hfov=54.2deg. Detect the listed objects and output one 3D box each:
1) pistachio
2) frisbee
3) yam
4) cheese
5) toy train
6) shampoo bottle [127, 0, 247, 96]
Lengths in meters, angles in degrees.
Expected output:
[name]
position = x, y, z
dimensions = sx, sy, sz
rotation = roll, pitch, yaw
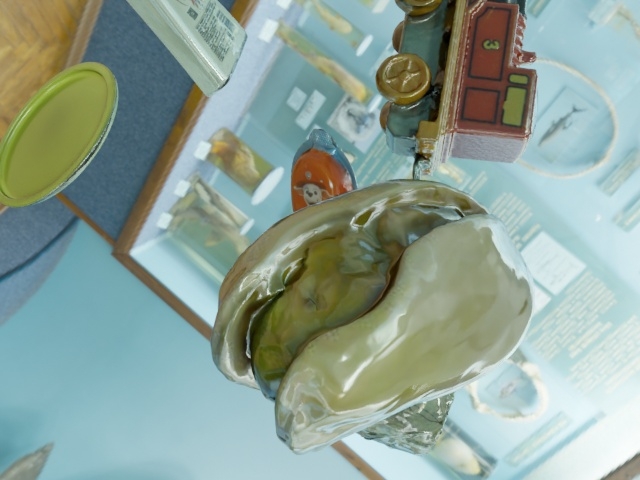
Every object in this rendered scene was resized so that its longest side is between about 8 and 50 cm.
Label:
[pistachio]
position = 0.050, 0.053, 0.482
dimensions = 0.288, 0.166, 0.197
rotation = -15, 131, -37
[frisbee]
position = -0.367, -0.147, 0.864
dimensions = 0.236, 0.236, 0.017
rotation = -50, 140, -1
[yam]
position = 0.086, 0.212, 1.032
dimensions = 0.201, 0.271, 0.202
rotation = 110, -2, -46
[cheese]
position = 0.000, 0.000, 0.714
dimensions = 0.037, 0.106, 0.256
rotation = -17, 120, -39
[toy train]
position = 0.206, -0.251, 0.936
dimensions = 0.163, 0.232, 0.369
rotation = 69, 31, -76
[shampoo bottle]
position = -0.237, -0.363, 0.939
dimensions = 0.071, 0.284, 0.153
rotation = -25, -144, 37
